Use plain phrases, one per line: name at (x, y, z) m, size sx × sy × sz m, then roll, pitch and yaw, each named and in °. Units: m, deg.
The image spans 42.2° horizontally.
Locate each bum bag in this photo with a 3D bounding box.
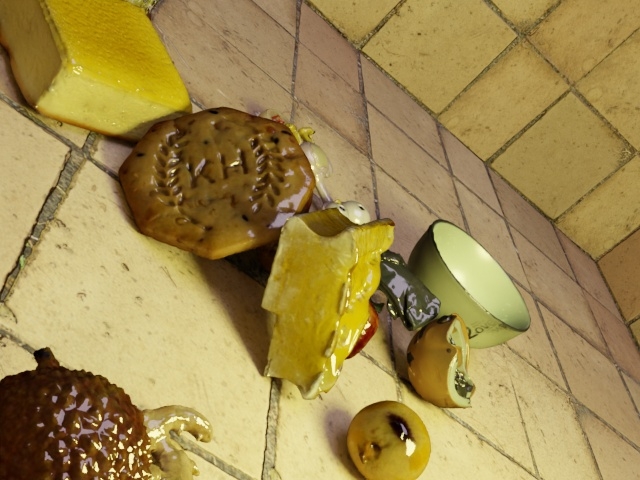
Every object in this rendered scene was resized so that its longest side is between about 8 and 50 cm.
bum bag at (0.158, 0.084, 1.812) m, size 0.248 × 0.060 × 0.123 m, roll 50°, pitch 47°, yaw 9°

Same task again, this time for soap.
soap at (0.021, 0.101, 1.541) m, size 0.169 × 0.304 × 0.339 m, roll 17°, pitch 9°, yaw 15°

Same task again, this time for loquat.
loquat at (0.119, 0.352, 1.437) m, size 0.163 × 0.137 × 0.163 m, roll 26°, pitch 16°, yaw -8°

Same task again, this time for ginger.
ginger at (-0.202, 0.319, 1.048) m, size 0.149 × 0.065 × 0.258 m, roll 20°, pitch 39°, yaw -24°

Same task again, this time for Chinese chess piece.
Chinese chess piece at (-0.113, -0.285, 2.142) m, size 0.122 × 0.051 × 0.122 m, roll 38°, pitch 25°, yaw -21°

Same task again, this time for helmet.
helmet at (0.254, 0.262, 1.786) m, size 0.224 × 0.130 × 0.198 m, roll -69°, pitch 147°, yaw -61°

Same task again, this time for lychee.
lychee at (-0.282, 0.223, 0.900) m, size 0.200 × 0.200 × 0.238 m, roll 19°, pitch 47°, yaw -48°

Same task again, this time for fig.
fig at (0.019, 0.129, 1.600) m, size 0.134 × 0.146 × 0.201 m, roll -43°, pitch 100°, yaw -26°

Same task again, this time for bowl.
bowl at (0.338, 0.137, 2.077) m, size 0.354 × 0.185 × 0.354 m, roll 37°, pitch 25°, yaw -21°

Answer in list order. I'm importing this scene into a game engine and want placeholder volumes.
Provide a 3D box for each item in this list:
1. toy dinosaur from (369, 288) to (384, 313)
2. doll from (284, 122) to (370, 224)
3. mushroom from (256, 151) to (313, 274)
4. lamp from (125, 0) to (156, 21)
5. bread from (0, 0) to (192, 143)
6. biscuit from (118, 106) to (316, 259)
toy dinosaur at (0.102, 0.094, 1.889) m, size 0.147 × 0.076 × 0.363 m, roll 23°, pitch 24°, yaw 6°
doll at (0.011, -0.126, 2.043) m, size 0.160 × 0.094 × 0.365 m, roll 1°, pitch 53°, yaw -55°
mushroom at (-0.107, -0.073, 1.668) m, size 0.254 × 0.267 × 0.267 m, roll 21°, pitch 14°, yaw 23°
lamp at (-0.436, -0.524, 1.848) m, size 0.157 × 0.135 × 0.156 m, roll 43°, pitch -1°, yaw 18°
bread at (-0.436, -0.354, 1.595) m, size 0.333 × 0.143 × 0.323 m, roll 12°, pitch 43°, yaw -53°
biscuit at (-0.187, -0.117, 1.510) m, size 0.359 × 0.046 × 0.359 m, roll 2°, pitch 52°, yaw -3°
